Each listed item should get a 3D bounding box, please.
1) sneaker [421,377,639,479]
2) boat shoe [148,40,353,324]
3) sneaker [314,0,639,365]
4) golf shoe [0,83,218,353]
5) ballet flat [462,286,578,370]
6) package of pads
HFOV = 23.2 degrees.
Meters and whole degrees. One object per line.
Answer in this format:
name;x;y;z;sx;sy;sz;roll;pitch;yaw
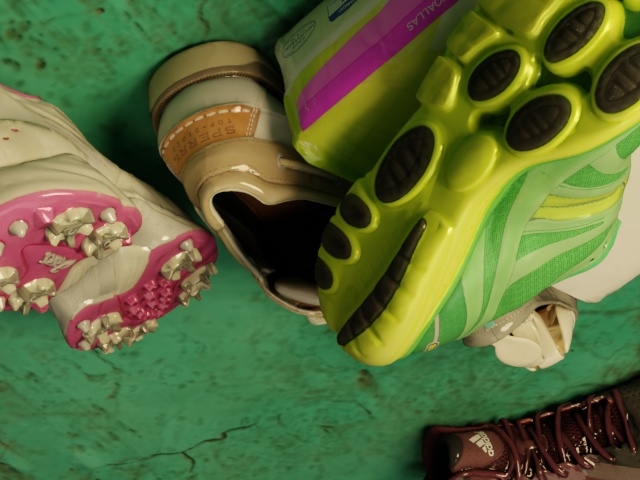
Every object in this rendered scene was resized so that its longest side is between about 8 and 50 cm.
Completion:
sneaker;0.186;0.174;1.261;0.162;0.106;0.281;25;129;-36
boat shoe;0.000;0.000;0.975;0.113;0.103;0.302;-30;140;22
sneaker;0.110;-0.048;0.803;0.123;0.109;0.295;0;143;-44
golf shoe;-0.148;-0.021;0.913;0.115;0.140;0.306;-36;163;0
ballet flat;0.137;0.059;1.069;0.072;0.068;0.213;-33;160;16
package of pads;0.145;-0.088;0.908;0.296;0.101;0.229;24;129;-38
